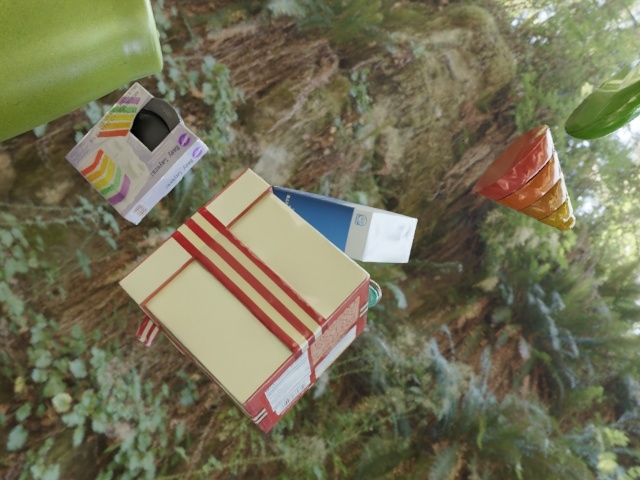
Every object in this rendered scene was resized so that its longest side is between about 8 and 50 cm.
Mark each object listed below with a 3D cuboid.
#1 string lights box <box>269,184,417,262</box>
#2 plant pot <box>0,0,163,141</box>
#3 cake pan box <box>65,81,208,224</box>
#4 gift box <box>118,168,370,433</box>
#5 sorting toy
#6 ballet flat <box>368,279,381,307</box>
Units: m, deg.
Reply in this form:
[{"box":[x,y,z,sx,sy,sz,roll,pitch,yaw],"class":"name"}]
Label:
[{"box":[0.009,-0.032,1.023,0.259,0.133,0.077,16,-83,38],"class":"string lights box"},{"box":[-0.403,-0.300,0.809,0.366,0.352,0.367,165,-90,-77],"class":"plant pot"},{"box":[-0.434,-0.212,1.493,0.245,0.267,0.070,43,-2,18],"class":"cake pan box"},{"box":[-0.106,0.095,0.873,0.258,0.255,0.276,41,-22,18],"class":"gift box"},{"box":[0.346,-0.112,0.711,0.126,0.127,0.365,47,-43,-6],"class":"sorting toy"},{"box":[-0.014,0.099,1.465,0.315,0.106,0.108,2,-64,7],"class":"ballet flat"}]
